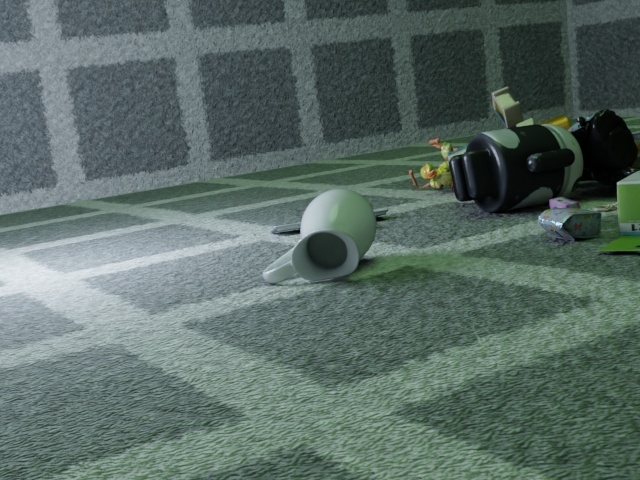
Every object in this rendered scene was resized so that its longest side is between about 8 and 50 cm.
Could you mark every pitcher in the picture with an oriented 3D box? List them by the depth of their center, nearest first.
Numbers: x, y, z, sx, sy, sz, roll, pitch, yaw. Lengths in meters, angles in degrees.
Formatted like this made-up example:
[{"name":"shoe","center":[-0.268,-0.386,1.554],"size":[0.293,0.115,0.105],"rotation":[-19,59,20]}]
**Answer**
[{"name":"pitcher","center":[0.000,0.000,1.511],"size":[0.178,0.125,0.207],"rotation":[-20,16,20]}]

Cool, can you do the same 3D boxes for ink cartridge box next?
[{"name":"ink cartridge box","center":[0.560,-0.051,1.432],"size":[0.189,0.097,0.255],"rotation":[0,11,35]}]

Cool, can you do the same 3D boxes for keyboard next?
[{"name":"keyboard","center":[0.018,-0.042,1.976],"size":[0.256,0.014,0.072],"rotation":[-9,0,-14]}]

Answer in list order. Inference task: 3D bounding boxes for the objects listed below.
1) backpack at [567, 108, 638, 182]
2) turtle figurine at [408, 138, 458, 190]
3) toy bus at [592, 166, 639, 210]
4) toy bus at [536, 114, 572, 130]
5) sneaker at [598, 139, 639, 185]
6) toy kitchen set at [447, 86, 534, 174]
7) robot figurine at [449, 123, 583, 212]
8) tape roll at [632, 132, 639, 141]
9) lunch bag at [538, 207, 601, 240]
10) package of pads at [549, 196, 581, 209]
[{"name":"backpack","center":[0.592,-0.200,1.976],"size":[0.115,0.152,0.182],"rotation":[-27,0,-19]},{"name":"turtle figurine","center":[0.345,-0.178,2.297],"size":[0.217,0.087,0.269],"rotation":[-2,-24,-5]},{"name":"toy bus","center":[0.651,-0.118,1.739],"size":[0.202,0.104,0.191],"rotation":[-11,10,-28]},{"name":"toy bus","center":[0.502,-0.198,2.143],"size":[0.333,0.130,0.108],"rotation":[-21,7,11]},{"name":"sneaker","center":[0.728,-0.158,1.976],"size":[0.108,0.121,0.302],"rotation":[-47,12,-29]},{"name":"toy kitchen set","center":[0.372,-0.225,2.075],"size":[0.207,0.122,0.166],"rotation":[-23,51,-1]},{"name":"robot figurine","center":[0.412,-0.149,1.907],"size":[0.278,0.173,0.209],"rotation":[-10,37,-20]},{"name":"tape roll","center":[0.870,-0.219,2.232],"size":[0.275,0.090,0.275],"rotation":[-6,9,1]},{"name":"lunch bag","center":[0.417,-0.028,1.534],"size":[0.083,0.053,0.071],"rotation":[-1,8,-25]},{"name":"package of pads","center":[0.441,-0.048,1.637],"size":[0.032,0.050,0.083],"rotation":[-13,10,-5]}]
